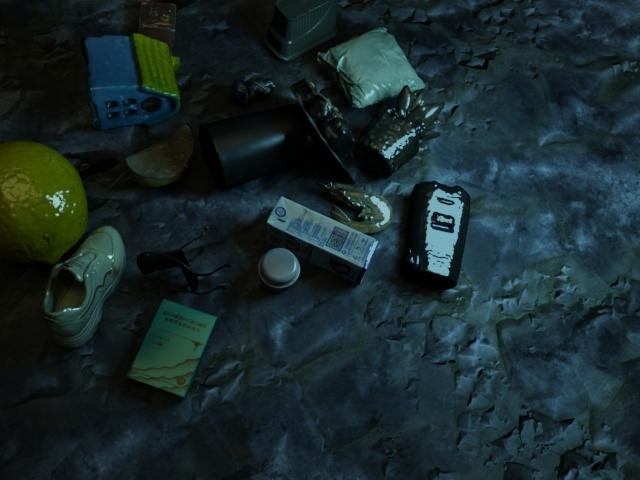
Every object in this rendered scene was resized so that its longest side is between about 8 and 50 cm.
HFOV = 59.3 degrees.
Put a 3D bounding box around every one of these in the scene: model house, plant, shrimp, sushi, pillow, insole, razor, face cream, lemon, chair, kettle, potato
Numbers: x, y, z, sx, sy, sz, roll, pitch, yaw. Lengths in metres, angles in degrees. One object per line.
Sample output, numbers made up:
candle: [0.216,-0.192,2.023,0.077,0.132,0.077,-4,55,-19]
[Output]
model house: [-0.578,-0.500,1.746,0.302,0.216,0.237,-11,66,-16]
plant: [0.259,-0.347,1.797,0.194,0.182,0.321,37,71,10]
shrimp: [0.096,-0.095,1.723,0.254,0.059,0.145,14,73,-6]
sushi: [0.020,-0.386,1.711,0.099,0.296,0.373,-34,70,8]
pillow: [-0.566,-0.732,1.946,0.126,0.043,0.233,2,65,-7]
insole: [-0.679,-0.217,1.708,0.135,0.002,0.045,-31,71,-20]
razor: [0.345,-0.020,1.687,0.189,0.107,0.327,15,65,-1]
face cream: [-0.117,0.085,1.581,0.117,0.104,0.117,3,65,-5]
pillow: [0.174,-0.581,1.916,0.309,0.138,0.284,-27,71,-21]
lemon: [-0.771,-0.099,1.471,0.335,0.336,0.337,3,64,-6]
chair: [-0.373,0.072,1.523,0.213,0.174,0.149,-17,64,-26]
kettle: [-0.201,-0.294,1.730,0.307,0.262,0.203,-21,104,-20]
potato: [-0.458,-0.233,1.693,0.243,0.098,0.138,-39,78,-28]

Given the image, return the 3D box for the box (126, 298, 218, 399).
box: [-0.388,0.283,1.485,0.160,0.042,0.227,18,64,2]

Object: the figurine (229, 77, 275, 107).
figurine: [-0.224,-0.499,1.863,0.149,0.087,0.086,-27,33,-19]

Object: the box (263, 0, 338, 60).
box: [-0.063,-0.765,1.952,0.274,0.178,0.138,-35,73,-22]

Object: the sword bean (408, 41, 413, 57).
sword bean: [0.331,-0.698,2.062,0.012,0.012,0.083,12,63,-1]

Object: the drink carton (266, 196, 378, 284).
drink carton: [0.000,0.000,1.622,0.314,0.131,0.107,25,63,6]

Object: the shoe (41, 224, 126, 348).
shoe: [-0.610,0.093,1.454,0.132,0.211,0.342,14,63,0]
